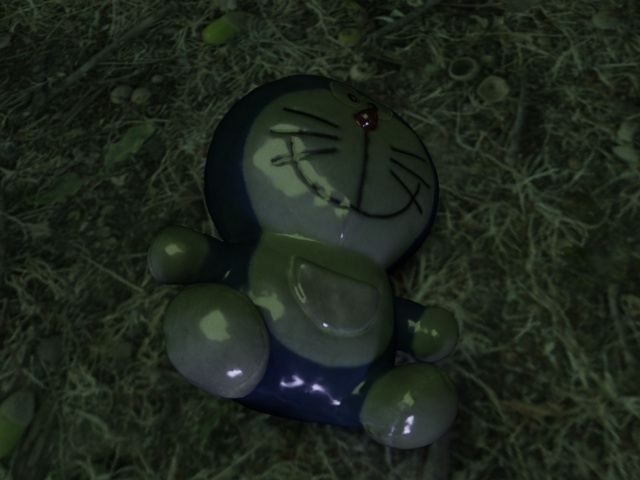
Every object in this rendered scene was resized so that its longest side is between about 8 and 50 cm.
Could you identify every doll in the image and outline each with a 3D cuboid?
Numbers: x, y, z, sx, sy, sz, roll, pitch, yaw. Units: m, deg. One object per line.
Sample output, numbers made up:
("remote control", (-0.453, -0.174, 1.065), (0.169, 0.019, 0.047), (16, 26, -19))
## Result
("doll", (0.000, 0.000, 0.440), (0.228, 0.154, 0.258), (19, 71, -18))
